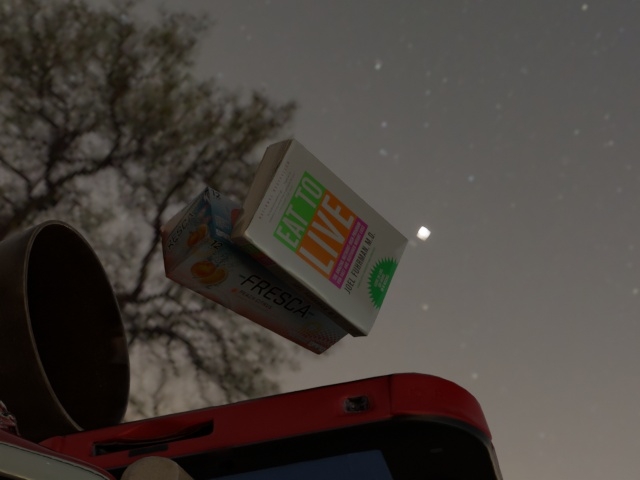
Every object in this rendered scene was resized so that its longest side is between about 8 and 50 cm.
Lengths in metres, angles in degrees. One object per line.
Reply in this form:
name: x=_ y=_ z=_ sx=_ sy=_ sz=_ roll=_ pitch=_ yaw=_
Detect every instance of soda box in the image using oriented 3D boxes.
soda box: x=-0.046 y=0.028 z=1.061 sx=0.063 sy=0.058 sz=0.183 roll=-38 pitch=-47 yaw=25

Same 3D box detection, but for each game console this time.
game console: x=-0.033 y=0.248 z=1.055 sx=0.387 sy=0.060 sz=0.342 roll=-11 pitch=-45 yaw=9

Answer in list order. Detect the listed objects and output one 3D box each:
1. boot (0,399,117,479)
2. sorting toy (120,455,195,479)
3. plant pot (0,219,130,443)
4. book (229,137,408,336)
boot: x=-0.238 y=0.118 z=0.908 sx=0.244 sy=0.176 sz=0.088 roll=13 pitch=-51 yaw=8
sorting toy: x=-0.070 y=0.235 z=0.676 sx=0.038 sy=0.193 sz=0.208 roll=-6 pitch=-27 yaw=15
plant pot: x=-0.336 y=0.113 z=1.231 sx=0.230 sy=0.215 sz=0.215 roll=-15 pitch=-38 yaw=12
book: x=0.000 y=0.000 z=1.018 sx=0.144 sy=0.096 sz=0.035 roll=39 pitch=-31 yaw=-28
